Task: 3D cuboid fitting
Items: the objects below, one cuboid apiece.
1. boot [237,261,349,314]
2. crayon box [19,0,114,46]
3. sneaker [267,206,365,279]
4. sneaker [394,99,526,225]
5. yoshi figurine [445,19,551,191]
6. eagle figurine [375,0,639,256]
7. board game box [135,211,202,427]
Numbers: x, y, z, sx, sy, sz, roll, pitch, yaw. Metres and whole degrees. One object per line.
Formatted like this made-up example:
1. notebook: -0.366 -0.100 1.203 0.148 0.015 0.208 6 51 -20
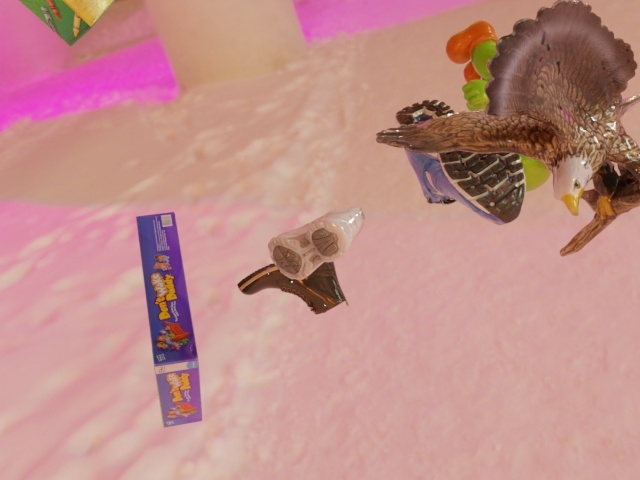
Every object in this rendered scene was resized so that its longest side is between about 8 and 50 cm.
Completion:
1. boot: -0.053 0.103 1.613 0.198 0.137 0.077 -24 -5 7
2. crayon box: -0.368 -0.462 1.273 0.081 0.165 0.278 -18 37 48
3. sneaker: 0.000 0.000 1.444 0.115 0.090 0.232 -36 12 -39
4. sneaker: 0.248 -0.120 1.419 0.130 0.147 0.330 -24 40 -10
5. yoshi figurine: 0.357 -0.236 1.557 0.204 0.203 0.362 -14 55 -20
6. eagle figurine: 0.245 -0.117 0.863 0.226 0.298 0.225 -55 16 12
7. board game box: -0.295 0.151 1.581 0.078 0.233 0.347 -7 51 -12
